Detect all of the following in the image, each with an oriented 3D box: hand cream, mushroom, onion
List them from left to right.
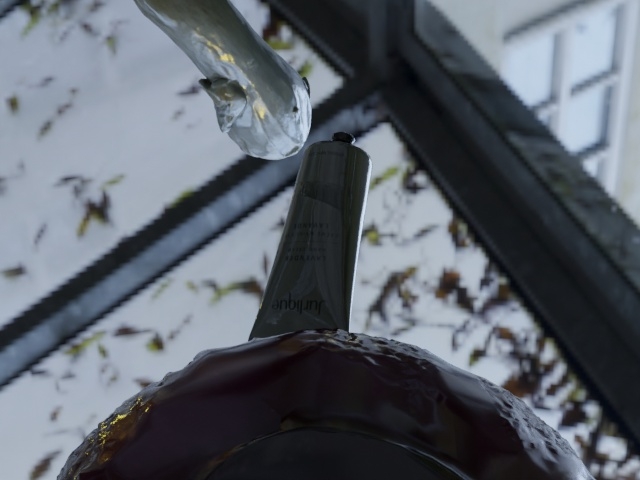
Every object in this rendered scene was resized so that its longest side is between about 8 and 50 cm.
[{"bbox_3d":[-0.091,-0.179,1.483,0.099,0.278,0.096,-38,-138,1],"label":"mushroom"},{"bbox_3d":[0.000,0.000,1.186,0.087,0.054,0.186,-1,-117,26],"label":"hand cream"},{"bbox_3d":[0.005,0.231,0.983,0.398,0.398,0.420,-3,-167,-1],"label":"onion"}]
